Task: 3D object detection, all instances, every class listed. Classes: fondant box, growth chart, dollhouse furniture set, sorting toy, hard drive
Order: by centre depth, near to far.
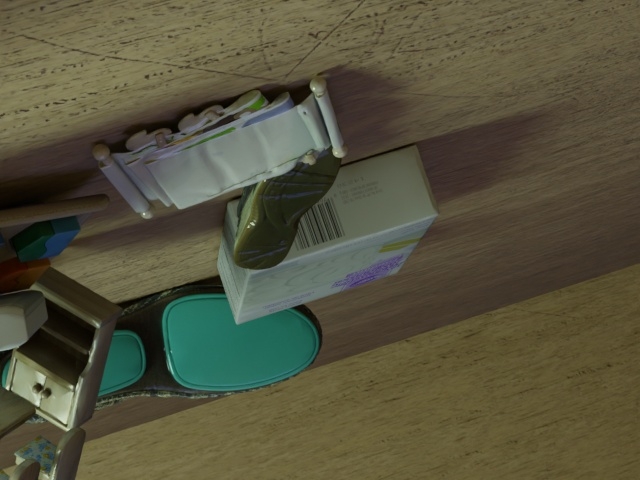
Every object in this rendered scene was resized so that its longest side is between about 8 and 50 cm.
[{"bbox_3d":[-0.367,0.089,1.435,0.203,0.040,0.307,-11,-178,-7],"label":"hard drive"},{"bbox_3d":[-0.090,-0.087,1.447,0.237,0.021,0.172,-19,154,-4],"label":"growth chart"},{"bbox_3d":[-0.323,0.019,1.471,0.193,0.038,0.208,-12,165,-41],"label":"sorting toy"},{"bbox_3d":[-0.337,0.155,1.619,0.242,0.212,0.161,-35,149,-55],"label":"dollhouse furniture set"},{"bbox_3d":[0.000,0.000,1.912,0.238,0.096,0.330,-18,170,-10],"label":"fondant box"}]

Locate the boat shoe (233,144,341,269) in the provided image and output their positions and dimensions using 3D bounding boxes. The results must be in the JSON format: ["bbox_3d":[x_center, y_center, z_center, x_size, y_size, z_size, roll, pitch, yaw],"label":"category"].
[{"bbox_3d":[-0.044,-0.059,1.614,0.080,0.073,0.223,2,141,-24],"label":"boat shoe"}]

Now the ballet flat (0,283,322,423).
[{"bbox_3d":[-0.247,0.150,2.158,0.483,0.164,0.182,-9,-172,-20],"label":"ballet flat"}]

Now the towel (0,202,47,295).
[{"bbox_3d":[-0.419,0.049,1.584,0.243,0.040,0.336,-15,168,-26],"label":"towel"}]
